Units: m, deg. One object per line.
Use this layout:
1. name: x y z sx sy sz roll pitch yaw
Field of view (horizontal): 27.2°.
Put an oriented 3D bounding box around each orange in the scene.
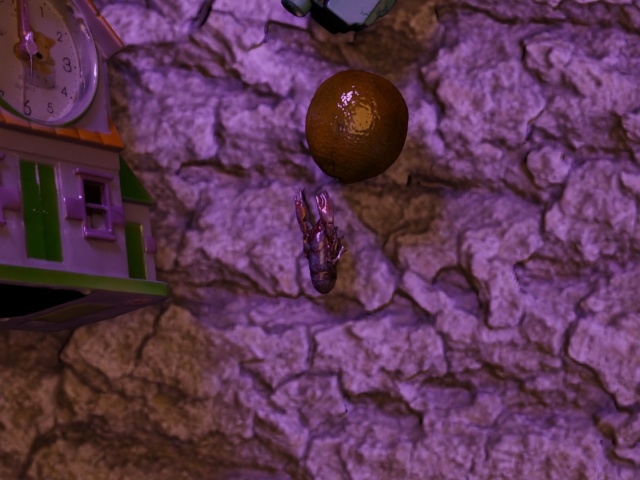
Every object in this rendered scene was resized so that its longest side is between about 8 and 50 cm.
1. orange: 0.029 -0.093 1.089 0.085 0.085 0.095 18 77 -5

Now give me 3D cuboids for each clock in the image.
1. clock: -0.248 -0.100 0.978 0.166 0.235 0.309 -18 74 34

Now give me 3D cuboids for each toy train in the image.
1. toy train: 0.038 -0.248 1.115 0.099 0.070 0.172 36 82 -13

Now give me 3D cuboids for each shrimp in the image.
1. shrimp: 0.002 -0.003 1.100 0.029 0.038 0.092 -11 84 -51
